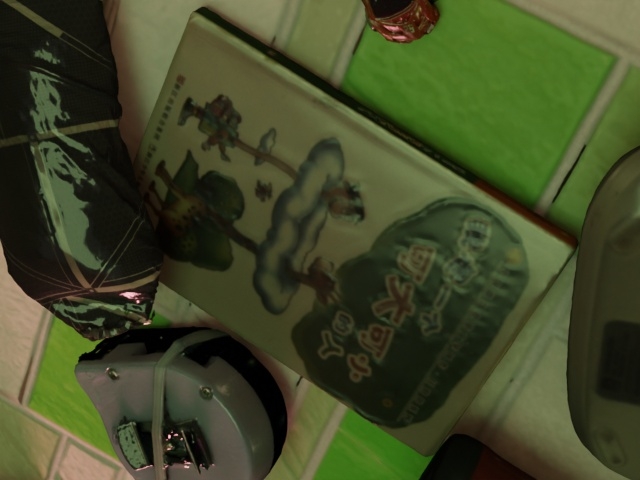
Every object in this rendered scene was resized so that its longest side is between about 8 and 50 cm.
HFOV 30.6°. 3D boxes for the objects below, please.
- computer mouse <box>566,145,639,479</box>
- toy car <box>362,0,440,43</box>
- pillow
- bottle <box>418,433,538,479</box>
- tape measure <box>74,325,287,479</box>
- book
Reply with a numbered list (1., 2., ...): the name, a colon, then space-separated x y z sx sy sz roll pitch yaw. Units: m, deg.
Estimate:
1. computer mouse: 0.289 0.060 0.887 0.197 0.095 0.331 15 129 18
2. toy car: 0.045 -0.206 0.894 0.059 0.035 0.122 -23 102 27
3. pillow: -0.231 -0.074 1.031 0.161 0.092 0.335 -4 101 29
4. bottle: 0.228 0.307 1.012 0.336 0.144 0.144 29 123 5
5. tape measure: -0.125 0.171 1.119 0.181 0.107 0.182 -13 106 36
6. book: 0.000 0.000 1.014 0.371 0.043 0.260 32 124 7
